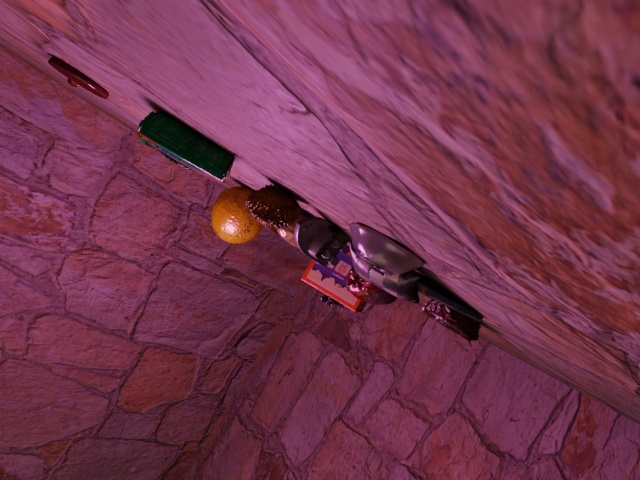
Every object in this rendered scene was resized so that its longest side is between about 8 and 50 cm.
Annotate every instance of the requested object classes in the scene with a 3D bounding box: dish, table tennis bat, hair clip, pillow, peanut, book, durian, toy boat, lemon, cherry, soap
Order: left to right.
[{"bbox_3d":[-0.873,-0.575,1.459,0.200,0.038,0.310,34,175,-39],"label":"table tennis bat"},{"bbox_3d":[-0.386,-0.270,1.194,0.274,0.098,0.218,30,171,-17],"label":"soap"},{"bbox_3d":[-0.394,-0.116,1.951,0.258,0.310,0.257,22,-143,-18],"label":"lemon"},{"bbox_3d":[-0.141,-0.104,1.268,0.168,0.136,0.158,17,-166,9],"label":"durian"},{"bbox_3d":[-0.047,-0.026,1.599,0.148,0.147,0.319,28,-179,44],"label":"peanut"},{"bbox_3d":[0.000,0.000,1.388,0.092,0.141,0.319,43,-176,32],"label":"toy boat"},{"bbox_3d":[0.070,0.312,2.063,0.070,0.039,0.229,29,180,24],"label":"hair clip"},{"bbox_3d":[0.217,0.171,1.609,0.250,0.192,0.175,38,-157,-23],"label":"cherry"},{"bbox_3d":[0.158,0.039,1.085,0.230,0.081,0.229,30,177,2],"label":"dish"},{"bbox_3d":[0.202,0.095,1.262,0.250,0.106,0.186,30,159,25],"label":"pillow"},{"bbox_3d":[0.389,0.188,1.463,0.379,0.031,0.264,28,179,-36],"label":"book"}]

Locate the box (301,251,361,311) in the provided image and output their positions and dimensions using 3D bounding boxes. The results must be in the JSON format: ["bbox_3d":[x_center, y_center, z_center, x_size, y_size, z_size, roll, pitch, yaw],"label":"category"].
[{"bbox_3d":[0.126,0.185,2.098,0.319,0.256,0.349,28,175,16],"label":"box"}]

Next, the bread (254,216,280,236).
[{"bbox_3d":[-0.196,-0.101,1.808,0.152,0.129,0.268,-8,163,16],"label":"bread"}]

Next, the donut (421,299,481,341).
[{"bbox_3d":[0.576,0.344,1.779,0.270,0.103,0.270,33,178,1],"label":"donut"}]
